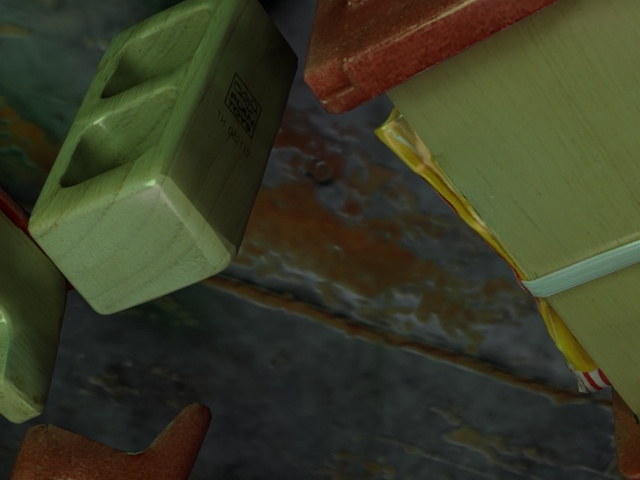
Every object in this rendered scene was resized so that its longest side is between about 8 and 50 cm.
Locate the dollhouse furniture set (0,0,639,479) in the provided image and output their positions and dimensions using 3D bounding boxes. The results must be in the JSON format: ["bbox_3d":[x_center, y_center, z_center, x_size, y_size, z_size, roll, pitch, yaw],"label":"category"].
[{"bbox_3d":[0.000,0.000,0.553,0.374,0.152,0.201,-24,121,27],"label":"dollhouse furniture set"}]
